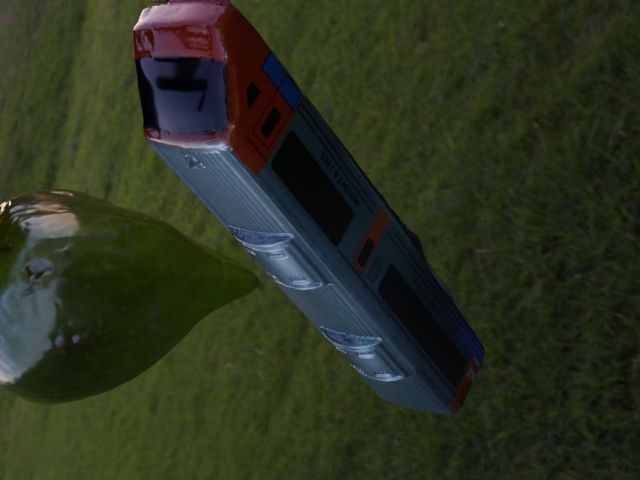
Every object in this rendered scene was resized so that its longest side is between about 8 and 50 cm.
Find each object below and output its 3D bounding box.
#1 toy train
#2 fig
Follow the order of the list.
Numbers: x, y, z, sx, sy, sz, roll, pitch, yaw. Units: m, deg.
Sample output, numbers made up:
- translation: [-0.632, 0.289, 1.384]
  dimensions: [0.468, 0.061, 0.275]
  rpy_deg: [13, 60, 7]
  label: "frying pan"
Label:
- translation: [0.000, 0.000, 0.720]
  dimensions: [0.086, 0.409, 0.089]
  rpy_deg: [7, 61, 38]
  label: "toy train"
- translation: [-0.186, 0.045, 0.969]
  dimensions: [0.206, 0.274, 0.206]
  rpy_deg: [178, 90, -73]
  label: "fig"
